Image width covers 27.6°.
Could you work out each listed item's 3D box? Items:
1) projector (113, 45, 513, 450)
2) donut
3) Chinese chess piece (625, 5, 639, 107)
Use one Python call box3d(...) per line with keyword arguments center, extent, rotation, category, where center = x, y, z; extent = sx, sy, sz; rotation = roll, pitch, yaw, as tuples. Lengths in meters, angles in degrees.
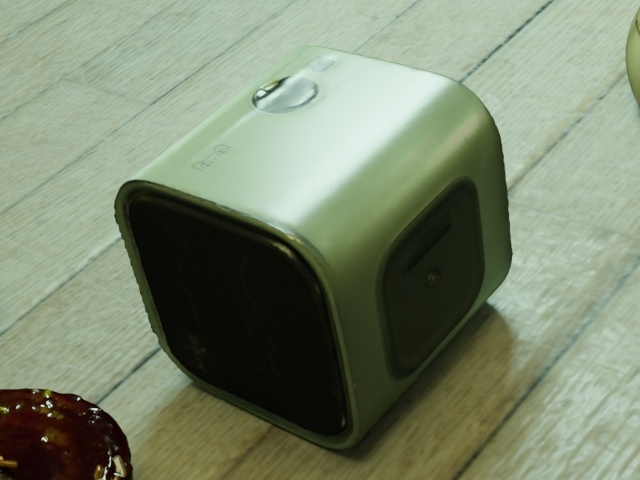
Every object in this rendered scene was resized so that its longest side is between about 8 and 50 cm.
box3d(center=(0.000, 0.000, 1.169), extent=(0.249, 0.248, 0.249), rotation=(19, 47, 34), category="projector")
box3d(center=(-0.265, 0.225, 1.083), extent=(0.235, 0.089, 0.235), rotation=(-7, 37, 5), category="donut")
box3d(center=(0.472, -0.209, 1.425), extent=(0.270, 0.112, 0.270), rotation=(-8, 38, 6), category="Chinese chess piece")
